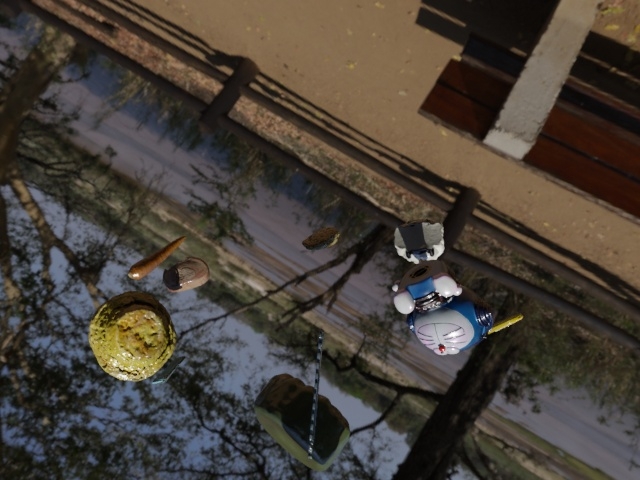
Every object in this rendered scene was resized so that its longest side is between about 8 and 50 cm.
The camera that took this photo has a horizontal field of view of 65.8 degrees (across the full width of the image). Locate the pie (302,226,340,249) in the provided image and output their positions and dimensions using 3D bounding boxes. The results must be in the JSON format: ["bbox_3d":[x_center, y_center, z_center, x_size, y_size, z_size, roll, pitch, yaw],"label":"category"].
[{"bbox_3d":[0.000,0.000,2.237,0.193,0.163,0.079,10,123,65],"label":"pie"}]

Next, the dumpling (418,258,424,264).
[{"bbox_3d":[0.402,0.159,1.880,0.215,0.167,0.126,26,148,-32],"label":"dumpling"}]

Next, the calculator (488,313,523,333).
[{"bbox_3d":[0.826,0.386,2.266,0.235,0.146,0.032,-46,64,54],"label":"calculator"}]

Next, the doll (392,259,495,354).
[{"bbox_3d":[0.387,0.219,1.564,0.284,0.240,0.310,-22,110,37],"label":"doll"}]

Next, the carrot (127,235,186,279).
[{"bbox_3d":[-0.479,0.047,1.473,0.048,0.216,0.048,24,135,26],"label":"carrot"}]

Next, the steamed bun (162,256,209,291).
[{"bbox_3d":[-0.513,0.131,1.894,0.145,0.175,0.106,116,131,-73],"label":"steamed bun"}]

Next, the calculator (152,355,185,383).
[{"bbox_3d":[-0.552,0.475,1.819,0.172,0.057,0.018,-59,-47,-71],"label":"calculator"}]

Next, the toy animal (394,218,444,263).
[{"bbox_3d":[0.432,0.009,2.138,0.208,0.204,0.156,-7,154,16],"label":"toy animal"}]

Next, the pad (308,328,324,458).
[{"bbox_3d":[-0.008,0.340,1.143,0.012,0.269,0.270,5,167,2],"label":"pad"}]

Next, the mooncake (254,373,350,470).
[{"bbox_3d":[-0.068,0.642,1.780,0.356,0.194,0.356,31,148,22],"label":"mooncake"}]

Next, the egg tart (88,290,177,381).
[{"bbox_3d":[-0.600,0.305,1.614,0.294,0.294,0.123,36,148,-19],"label":"egg tart"}]
